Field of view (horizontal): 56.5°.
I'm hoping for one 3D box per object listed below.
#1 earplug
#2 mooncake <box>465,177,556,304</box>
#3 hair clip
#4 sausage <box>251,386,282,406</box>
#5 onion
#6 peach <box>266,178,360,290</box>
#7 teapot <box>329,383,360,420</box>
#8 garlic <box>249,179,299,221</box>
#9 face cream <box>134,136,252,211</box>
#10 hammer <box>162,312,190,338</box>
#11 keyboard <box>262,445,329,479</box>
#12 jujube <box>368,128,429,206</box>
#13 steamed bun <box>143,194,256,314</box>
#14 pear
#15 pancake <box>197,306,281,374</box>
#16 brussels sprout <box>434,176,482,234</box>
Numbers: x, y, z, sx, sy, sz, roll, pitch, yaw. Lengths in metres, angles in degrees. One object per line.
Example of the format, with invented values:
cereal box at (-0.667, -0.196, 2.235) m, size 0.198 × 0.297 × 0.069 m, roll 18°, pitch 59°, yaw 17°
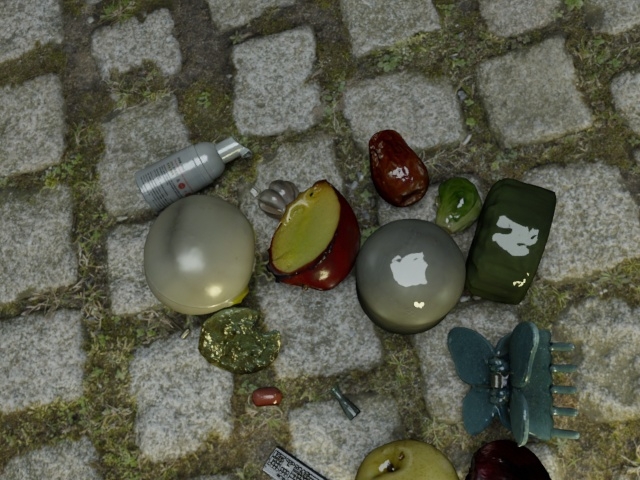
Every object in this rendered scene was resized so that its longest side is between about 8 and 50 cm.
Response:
earplug at (0.253, 0.096, 1.691) m, size 0.313 × 0.394 × 0.312 m, roll -1°, pitch 76°, yaw 4°
mooncake at (0.535, 0.001, 1.710) m, size 0.194 × 0.356 × 0.356 m, roll 18°, pitch 79°, yaw 17°
hair clip at (0.563, 0.396, 1.662) m, size 0.238 × 0.392 × 0.318 m, roll 7°, pitch 76°, yaw -21°
sausage at (-0.163, 0.474, 1.810) m, size 0.094 × 0.059 × 0.054 m, roll -7°, pitch 71°, yaw 6°
onion at (0.519, 0.687, 1.593) m, size 0.232 × 0.314 × 0.314 m, roll -30°, pitch 72°, yaw 41°
peach at (0.000, 0.000, 1.838) m, size 0.258 × 0.201 × 0.361 m, roll -2°, pitch 62°, yaw 33°
teapot at (0.071, 0.487, 1.800) m, size 0.043 × 0.043 × 0.110 m, roll -40°, pitch 73°, yaw -4°
garlic at (-0.152, -0.145, 1.929) m, size 0.131 × 0.127 × 0.194 m, roll -29°, pitch 43°, yaw -32°
face cream at (-0.407, -0.240, 1.949) m, size 0.370 × 0.145 × 0.145 m, roll -28°, pitch 77°, yaw -3°
hammer at (-0.465, 0.268, 1.903) m, size 0.110 × 0.019 × 0.035 m, roll 38°, pitch 83°, yaw 14°
keyboard at (-0.059, 0.711, 1.767) m, size 0.230 × 0.025 × 0.093 m, roll 30°, pitch 79°, yaw 11°
jujube at (0.238, -0.230, 1.874) m, size 0.190 × 0.190 × 0.255 m, roll -16°, pitch 67°, yaw 1°
steamed bun at (-0.359, 0.041, 1.787) m, size 0.334 × 0.334 × 0.374 m, roll 3°, pitch 58°, yaw 5°
pear at (0.241, 0.704, 1.611) m, size 0.309 × 0.309 × 0.309 m, roll -1°, pitch 77°, yaw 5°
pancake at (-0.249, 0.306, 1.806) m, size 0.253 × 0.037 × 0.253 m, roll -1°, pitch 117°, yaw -2°
brussels sprout at (0.423, -0.109, 1.844) m, size 0.145 × 0.131 × 0.183 m, roll -8°, pitch 63°, yaw 22°
